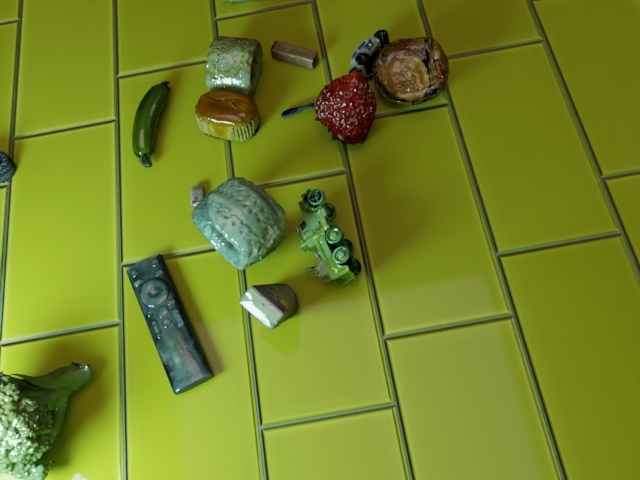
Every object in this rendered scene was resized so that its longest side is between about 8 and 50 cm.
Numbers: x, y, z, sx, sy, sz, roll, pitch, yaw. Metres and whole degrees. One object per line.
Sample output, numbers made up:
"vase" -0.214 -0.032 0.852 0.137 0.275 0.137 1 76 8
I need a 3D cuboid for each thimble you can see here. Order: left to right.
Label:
"thimble" -0.971 -0.218 1.896 0.105 0.066 0.095 11 64 10
"thimble" -0.262 -0.523 1.927 0.144 0.137 0.190 8 78 7
"thimble" -0.205 -0.045 1.660 0.172 0.204 0.250 -42 51 -19

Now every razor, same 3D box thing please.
"razor" -0.045 -0.394 1.902 0.155 0.028 0.044 -12 65 0

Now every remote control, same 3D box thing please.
"remote control" -0.396 0.209 1.651 0.107 0.044 0.377 -25 66 -10

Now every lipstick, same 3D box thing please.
"lipstick" -0.081 -0.578 1.981 0.146 0.045 0.045 19 67 15

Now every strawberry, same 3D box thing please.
"strawberry" 0.077 -0.383 1.798 0.185 0.201 0.186 15 47 -6

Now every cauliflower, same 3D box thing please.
"cauliflower" -0.718 0.413 1.513 0.261 0.281 0.326 -20 89 20

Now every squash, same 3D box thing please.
"squash" -0.517 -0.362 1.911 0.080 0.071 0.318 3 66 7

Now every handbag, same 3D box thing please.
"handbag" -0.121 0.154 1.589 0.117 0.173 0.095 42 99 9

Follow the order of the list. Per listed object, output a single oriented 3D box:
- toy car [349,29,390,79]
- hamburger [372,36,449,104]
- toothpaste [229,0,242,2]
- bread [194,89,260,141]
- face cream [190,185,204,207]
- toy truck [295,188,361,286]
"toy car" 0.147 -0.560 1.929 0.070 0.080 0.170 29 74 30
"hamburger" 0.264 -0.490 1.867 0.231 0.107 0.230 -1 77 3
"toothpaste" -0.215 -0.824 2.117 0.234 0.038 0.060 -11 68 -2
"bread" -0.274 -0.372 1.875 0.191 0.114 0.132 12 65 6
"face cream" -0.350 -0.117 1.809 0.040 0.021 0.083 -8 65 3
"toy truck" 0.002 -0.004 1.668 0.135 0.128 0.259 -24 65 10
